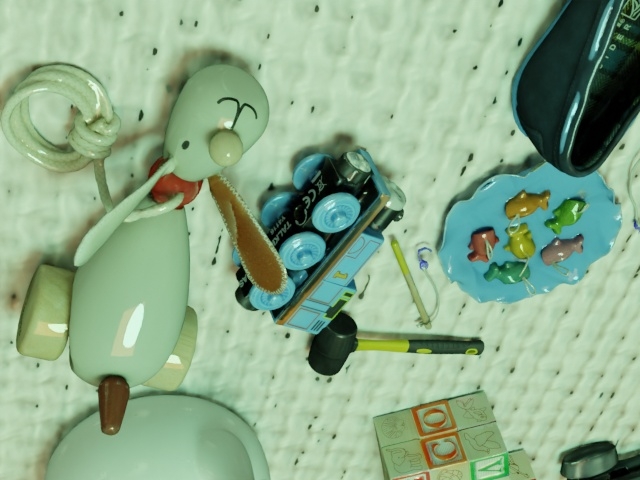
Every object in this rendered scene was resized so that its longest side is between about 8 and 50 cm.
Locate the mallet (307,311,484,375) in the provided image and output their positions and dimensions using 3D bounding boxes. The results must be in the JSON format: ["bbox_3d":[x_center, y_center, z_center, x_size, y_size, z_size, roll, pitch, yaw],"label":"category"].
[{"bbox_3d":[0.076,0.113,1.141,0.190,0.039,0.062,10,128,-27],"label":"mallet"}]

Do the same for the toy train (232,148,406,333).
[{"bbox_3d":[0.000,0.000,0.993,0.105,0.080,0.184,17,123,-38],"label":"toy train"}]

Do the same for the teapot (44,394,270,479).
[{"bbox_3d":[-0.163,0.296,1.138,0.253,0.187,0.256,-12,133,-3],"label":"teapot"}]

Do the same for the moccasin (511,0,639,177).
[{"bbox_3d":[0.279,-0.190,0.862,0.138,0.116,0.342,9,128,-22],"label":"moccasin"}]

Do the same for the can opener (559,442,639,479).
[{"bbox_3d":[0.378,0.277,1.343,0.186,0.059,0.073,-8,132,-7],"label":"can opener"}]

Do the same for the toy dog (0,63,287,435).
[{"bbox_3d":[-0.142,0.028,0.921,0.220,0.161,0.333,-2,131,-13],"label":"toy dog"}]

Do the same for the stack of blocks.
[{"bbox_3d":[0.168,0.307,1.297,0.171,0.087,0.297,-14,133,-2],"label":"stack of blocks"}]

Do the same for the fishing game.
[{"bbox_3d":[0.203,0.000,1.067,0.264,0.041,0.189,-18,135,1],"label":"fishing game"}]
